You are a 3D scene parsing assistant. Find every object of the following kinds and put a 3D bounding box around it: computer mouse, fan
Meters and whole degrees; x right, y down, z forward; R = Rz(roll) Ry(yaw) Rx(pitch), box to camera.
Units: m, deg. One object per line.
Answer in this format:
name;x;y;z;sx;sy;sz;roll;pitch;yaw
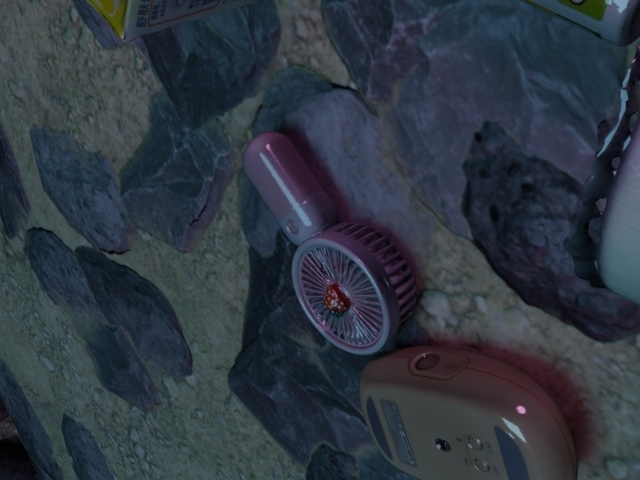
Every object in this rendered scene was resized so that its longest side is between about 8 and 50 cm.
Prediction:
computer mouse;0.138;0.173;0.776;0.236;0.082;0.145;0;117;50
fan;0.000;0.000;0.814;0.244;0.074;0.130;55;144;4

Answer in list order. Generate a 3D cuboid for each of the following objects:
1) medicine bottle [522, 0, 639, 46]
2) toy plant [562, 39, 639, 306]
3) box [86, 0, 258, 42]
medicine bottle;0.127;-0.215;0.537;0.220;0.061;0.092;36;114;27
toy plant;0.309;-0.013;0.341;0.332;0.247;0.247;28;134;31
box;-0.100;-0.301;0.639;0.097;0.168;0.265;49;144;16
